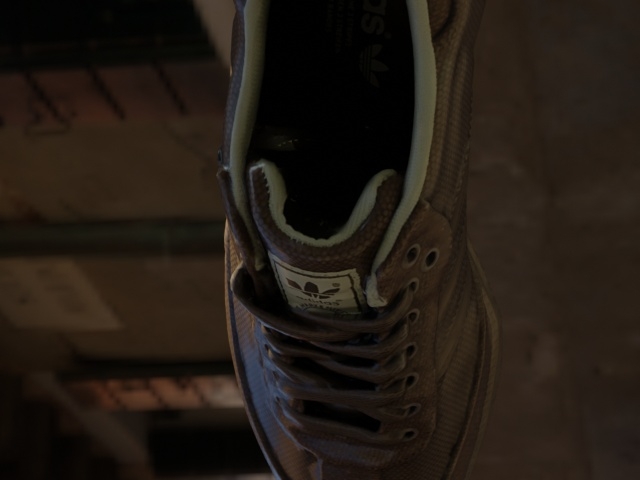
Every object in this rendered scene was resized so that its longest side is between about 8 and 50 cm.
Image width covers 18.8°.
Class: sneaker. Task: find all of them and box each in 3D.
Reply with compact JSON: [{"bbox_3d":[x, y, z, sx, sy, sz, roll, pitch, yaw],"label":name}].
[{"bbox_3d":[0.000,0.000,0.410,0.071,0.066,0.188,-58,-30,-55],"label":"sneaker"}]
